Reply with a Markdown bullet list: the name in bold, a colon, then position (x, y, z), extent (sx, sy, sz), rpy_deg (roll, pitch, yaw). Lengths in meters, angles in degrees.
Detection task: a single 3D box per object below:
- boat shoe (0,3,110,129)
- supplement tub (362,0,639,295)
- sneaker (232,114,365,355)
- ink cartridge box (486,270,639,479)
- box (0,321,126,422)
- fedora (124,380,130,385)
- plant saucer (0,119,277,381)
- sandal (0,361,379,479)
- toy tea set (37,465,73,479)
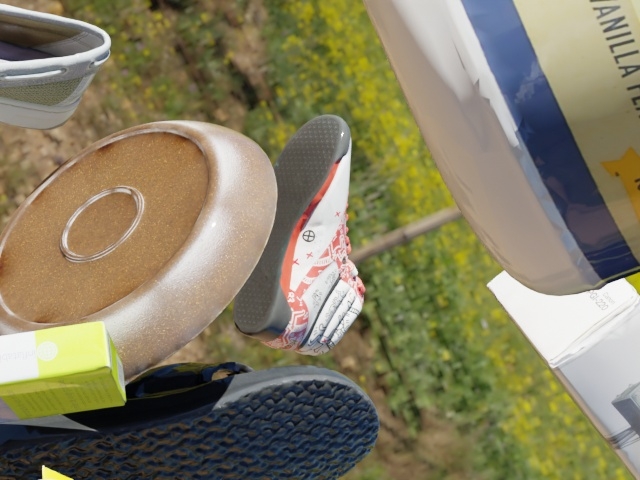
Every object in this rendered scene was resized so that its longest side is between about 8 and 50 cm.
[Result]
- **boat shoe**: position (-0.339, -0.178, 1.114), extent (0.320, 0.103, 0.118), rpy_deg (12, 46, -41)
- **supplement tub**: position (0.183, -0.133, 0.470), extent (0.228, 0.316, 0.228), rpy_deg (57, 19, -32)
- **sneaker**: position (-0.001, 0.000, 1.466), extent (0.145, 0.090, 0.270), rpy_deg (28, 78, -48)
- **ink cartridge box**: position (0.250, 0.113, 1.050), extent (0.218, 0.092, 0.158), rpy_deg (52, 4, -25)
- **box**: position (-0.245, 0.109, 0.971), extent (0.109, 0.178, 0.042), rpy_deg (94, -13, -68)
- **fedora**: position (-0.341, 0.230, 1.626), extent (0.334, 0.153, 0.333), rpy_deg (7, 90, -73)
- **plant saucer**: position (-0.186, -0.003, 1.138), extent (0.050, 0.311, 0.310), rpy_deg (56, 17, -41)
- **sandal**: position (-0.141, 0.173, 1.176), extent (0.446, 0.167, 0.107), rpy_deg (-1, 36, -32)
- **toy tea set**: position (-0.160, 0.312, 0.949), extent (0.336, 0.124, 0.200), rpy_deg (36, 67, -29)
